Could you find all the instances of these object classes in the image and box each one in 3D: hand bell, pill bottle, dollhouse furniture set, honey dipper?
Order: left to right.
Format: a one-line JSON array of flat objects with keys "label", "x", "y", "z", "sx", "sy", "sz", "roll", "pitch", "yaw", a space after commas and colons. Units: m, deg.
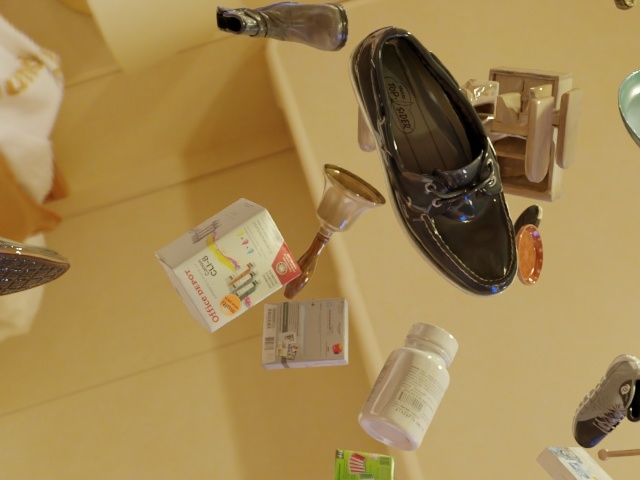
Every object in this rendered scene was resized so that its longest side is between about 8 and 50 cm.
[{"label": "hand bell", "x": 0.000, "y": 0.000, "z": 1.739, "sx": 0.126, "sy": 0.242, "sz": 0.126, "roll": 28, "pitch": 18, "yaw": -10}, {"label": "pill bottle", "x": 0.177, "y": 0.281, "z": 1.935, "sx": 0.229, "sy": 0.131, "sz": 0.131, "roll": -60, "pitch": 155, "yaw": -26}, {"label": "dollhouse furniture set", "x": 0.321, "y": -0.185, "z": 1.915, "sx": 0.394, "sy": 0.362, "sz": 0.257, "roll": -21, "pitch": 118, "yaw": -50}, {"label": "honey dipper", "x": 0.472, "y": 0.302, "z": 1.430, "sx": 0.030, "sy": 0.160, "sz": 0.031, "roll": 15, "pitch": 68, "yaw": -43}]

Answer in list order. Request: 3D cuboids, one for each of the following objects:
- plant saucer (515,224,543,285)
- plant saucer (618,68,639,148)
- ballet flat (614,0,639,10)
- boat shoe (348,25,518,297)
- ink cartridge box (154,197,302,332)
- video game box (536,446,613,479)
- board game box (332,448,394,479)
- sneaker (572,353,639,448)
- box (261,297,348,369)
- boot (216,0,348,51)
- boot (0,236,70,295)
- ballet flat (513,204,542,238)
[{"label": "plant saucer", "x": 0.282, "y": 0.020, "z": 1.356, "sx": 0.083, "sy": 0.013, "sz": 0.084, "roll": -1, "pitch": 91, "yaw": -54}, {"label": "plant saucer", "x": 0.639, "y": -0.179, "z": 1.646, "sx": 0.044, "sy": 0.317, "sz": 0.318, "roll": 104, "pitch": -23, "yaw": -45}, {"label": "ballet flat", "x": 0.665, "y": -0.589, "z": 2.017, "sx": 0.058, "sy": 0.084, "sz": 0.250, "roll": 34, "pitch": -69, "yaw": 47}, {"label": "boat shoe", "x": 0.140, "y": -0.092, "z": 1.129, "sx": 0.113, "sy": 0.127, "sz": 0.340, "roll": 154, "pitch": -85, "yaw": -79}, {"label": "ink cartridge box", "x": -0.148, "y": 0.037, "z": 1.570, "sx": 0.128, "sy": 0.176, "sz": 0.127, "roll": 61, "pitch": -13, "yaw": -20}, {"label": "video game box", "x": 0.584, "y": 0.533, "z": 2.144, "sx": 0.187, "sy": 0.048, "sz": 0.205, "roll": 19, "pitch": 24, "yaw": -51}, {"label": "board game box", "x": 0.062, "y": 0.390, "z": 1.477, "sx": 0.181, "sy": 0.092, "sz": 0.043, "roll": -82, "pitch": 179, "yaw": -61}, {"label": "sneaker", "x": 0.603, "y": 0.355, "z": 2.042, "sx": 0.132, "sy": 0.086, "sz": 0.229, "roll": -107, "pitch": -142, "yaw": -67}, {"label": "box", "x": -0.033, "y": 0.203, "z": 2.166, "sx": 0.038, "sy": 0.186, "sz": 0.145, "roll": 58, "pitch": 29, "yaw": -60}, {"label": "boot", "x": -0.072, "y": -0.367, "z": 1.709, "sx": 0.246, "sy": 0.161, "sz": 0.084, "roll": 25, "pitch": -60, "yaw": 54}, {"label": "boot", "x": -0.351, "y": -0.007, "z": 0.989, "sx": 0.219, "sy": 0.082, "sz": 0.106, "roll": 6, "pitch": 51, "yaw": -55}, {"label": "ballet flat", "x": 0.448, "y": -0.006, "z": 2.186, "sx": 0.057, "sy": 0.049, "sz": 0.173, "roll": -118, "pitch": -140, "yaw": -48}]
